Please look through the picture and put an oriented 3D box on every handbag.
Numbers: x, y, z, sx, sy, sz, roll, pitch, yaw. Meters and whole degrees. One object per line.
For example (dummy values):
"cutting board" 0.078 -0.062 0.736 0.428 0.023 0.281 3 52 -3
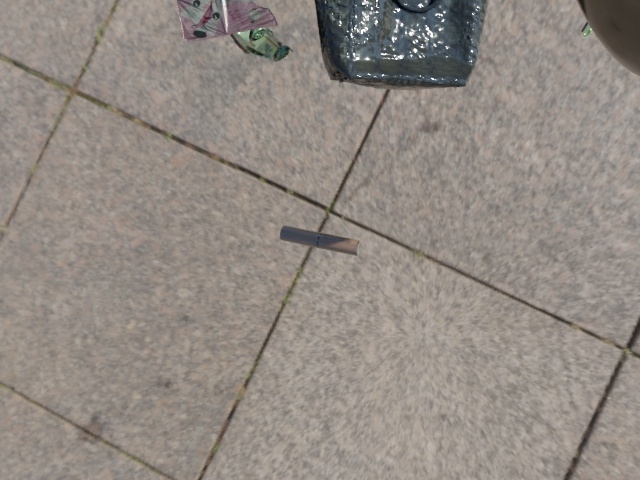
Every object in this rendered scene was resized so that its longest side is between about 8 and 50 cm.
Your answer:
"handbag" 0.113 -0.303 1.033 0.270 0.088 0.175 1 99 -16

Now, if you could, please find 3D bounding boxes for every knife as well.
"knife" 0.420 -0.341 1.095 0.026 0.184 0.022 -24 107 42

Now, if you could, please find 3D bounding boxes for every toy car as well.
"toy car" -0.104 -0.312 1.096 0.058 0.186 0.093 -42 78 12

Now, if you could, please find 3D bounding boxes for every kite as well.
"kite" -0.098 -0.271 0.769 0.137 0.005 0.152 37 97 -3

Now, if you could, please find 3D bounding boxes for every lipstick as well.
"lipstick" 0.000 0.000 0.813 0.094 0.019 0.019 11 84 19

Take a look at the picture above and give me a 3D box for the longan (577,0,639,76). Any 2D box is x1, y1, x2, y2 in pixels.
"longan" 0.302 -0.248 0.543 0.215 0.246 0.246 -22 79 -24
